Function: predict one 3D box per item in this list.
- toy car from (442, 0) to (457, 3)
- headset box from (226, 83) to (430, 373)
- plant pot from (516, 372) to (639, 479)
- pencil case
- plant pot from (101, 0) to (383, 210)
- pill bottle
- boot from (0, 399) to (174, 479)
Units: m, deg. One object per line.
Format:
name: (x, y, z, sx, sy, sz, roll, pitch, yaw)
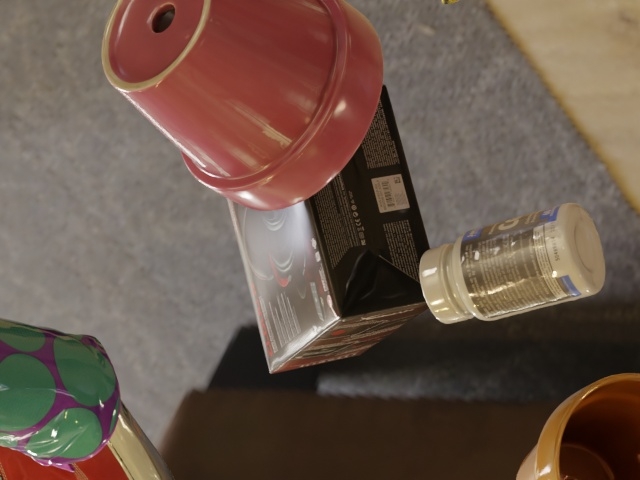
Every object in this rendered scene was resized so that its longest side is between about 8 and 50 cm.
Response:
toy car: (0.138, -0.337, 1.489, 0.053, 0.225, 0.239, 3, 105, 7)
headset box: (0.000, 0.000, 1.674, 0.110, 0.218, 0.293, -11, 169, -19)
plant pot: (0.306, 0.263, 1.817, 0.205, 0.205, 0.188, 32, 156, -7)
pencil case: (-0.164, 0.068, 0.772, 0.064, 0.070, 0.151, 14, 180, 42)
plant pot: (-0.078, -0.148, 1.427, 0.201, 0.201, 0.180, -20, 147, 37)
pill bottle: (0.156, 0.022, 1.376, 0.137, 0.078, 0.078, -16, 124, 28)
boot: (-0.233, 0.235, 1.552, 0.176, 0.088, 0.244, -31, 110, -1)
